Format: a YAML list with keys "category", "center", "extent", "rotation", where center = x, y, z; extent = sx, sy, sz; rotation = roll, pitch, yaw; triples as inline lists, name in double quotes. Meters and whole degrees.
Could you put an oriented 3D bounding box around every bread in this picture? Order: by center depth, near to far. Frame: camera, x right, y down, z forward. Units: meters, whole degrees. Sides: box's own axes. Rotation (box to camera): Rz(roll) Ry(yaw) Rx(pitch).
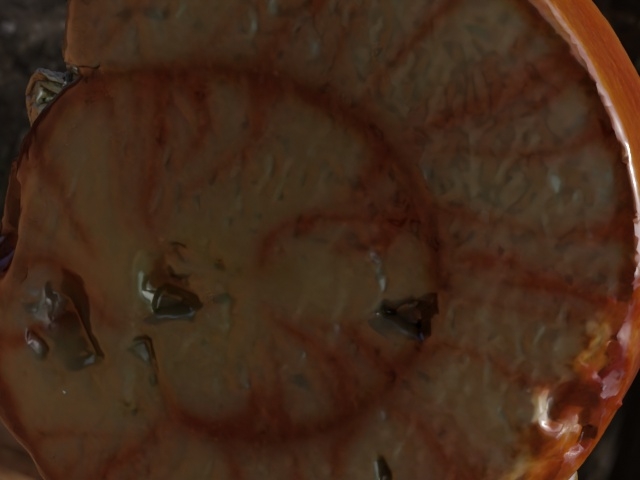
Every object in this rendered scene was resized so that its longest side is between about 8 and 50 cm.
- category: "bread"
  center: [0.002, 0.004, 0.857]
  extent: [0.295, 0.327, 0.114]
  rotation: [25, 19, 11]

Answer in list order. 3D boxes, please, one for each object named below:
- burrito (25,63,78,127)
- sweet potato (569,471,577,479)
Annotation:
- category: "burrito"
  center: [-0.154, -0.030, 1.265]
  extent: [0.058, 0.188, 0.045]
  rotation: [-8, -9, -46]
- category: "sweet potato"
  center: [0.134, 0.138, 1.371]
  extent: [0.218, 0.065, 0.051]
  rotation: [55, -1, -18]
